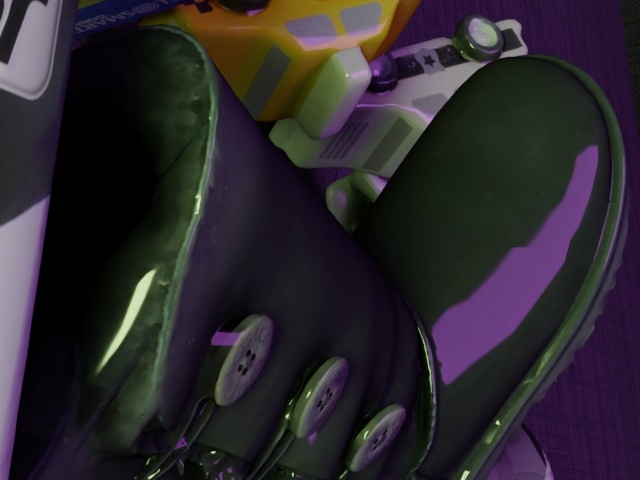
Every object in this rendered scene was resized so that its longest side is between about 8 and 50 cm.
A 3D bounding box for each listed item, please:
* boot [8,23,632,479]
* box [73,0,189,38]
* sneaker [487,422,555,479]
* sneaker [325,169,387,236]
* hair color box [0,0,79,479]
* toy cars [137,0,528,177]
[{"bbox_3d":[-0.001,0.002,0.719,0.445,0.146,0.367,36,76,-60],"label":"boot"},{"bbox_3d":[-0.112,-0.138,0.686,0.178,0.109,0.042,13,65,-68],"label":"box"},{"bbox_3d":[0.114,0.190,1.157,0.108,0.100,0.271,70,22,-11],"label":"sneaker"},{"bbox_3d":[0.030,0.078,1.011,0.129,0.111,0.297,46,32,-35],"label":"sneaker"},{"bbox_3d":[-0.162,-0.004,0.366,0.185,0.114,0.374,19,78,-67],"label":"hair color box"},{"bbox_3d":[0.030,-0.095,0.928,0.087,0.176,0.394,61,16,16],"label":"toy cars"}]
